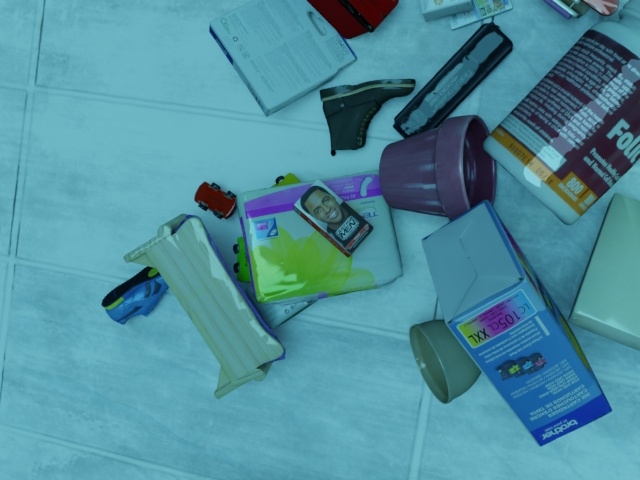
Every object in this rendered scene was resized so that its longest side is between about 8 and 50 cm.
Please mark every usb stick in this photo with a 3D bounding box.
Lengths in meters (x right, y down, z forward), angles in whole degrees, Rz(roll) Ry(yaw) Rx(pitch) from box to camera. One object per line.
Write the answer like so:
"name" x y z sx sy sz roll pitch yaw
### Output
"usb stick" 0.258 -0.305 1.558 0.077 0.045 0.278 44 102 2

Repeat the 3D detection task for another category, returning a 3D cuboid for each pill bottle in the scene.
"pill bottle" 0.499 -0.238 1.404 0.224 0.224 0.392 45 103 9

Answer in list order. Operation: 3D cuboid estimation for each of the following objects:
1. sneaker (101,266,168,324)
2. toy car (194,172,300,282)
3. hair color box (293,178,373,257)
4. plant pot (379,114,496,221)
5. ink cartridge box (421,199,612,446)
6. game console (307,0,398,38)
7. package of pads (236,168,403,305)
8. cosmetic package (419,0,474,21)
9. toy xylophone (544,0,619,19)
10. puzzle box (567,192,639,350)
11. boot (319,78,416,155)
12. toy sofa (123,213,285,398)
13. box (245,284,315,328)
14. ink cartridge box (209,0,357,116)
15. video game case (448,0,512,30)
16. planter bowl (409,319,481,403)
"sneaker" -0.375 0.111 1.748 0.209 0.069 0.082 -33 120 5
"toy car" -0.146 -0.020 1.656 0.239 0.053 0.225 -5 75 16
"hair color box" 0.024 -0.041 1.494 0.141 0.043 0.072 41 80 4
"plant pot" 0.219 -0.128 1.513 0.180 0.201 0.201 -3 92 31
"ink cartridge box" 0.351 0.163 1.393 0.151 0.270 0.395 -30 118 14
"game console" 0.057 -0.476 1.550 0.144 0.085 0.124 39 99 -29
"package of pads" 0.000 0.000 1.558 0.296 0.101 0.229 -11 82 -5
"cosmetic package" 0.224 -0.556 1.538 0.098 0.060 0.239 -12 86 17
"toy xylophone" 0.499 -0.569 1.460 0.236 0.081 0.323 34 100 11
"puzzle box" 0.670 0.102 1.391 0.408 0.052 0.272 23 63 13
"boot" 0.101 -0.248 1.595 0.197 0.077 0.137 -5 96 28
"toy sofa" -0.216 0.118 1.620 0.177 0.150 0.363 -32 96 11
"box" -0.079 0.112 1.647 0.101 0.087 0.102 -35 85 13
"ink cartridge box" -0.076 -0.397 1.623 0.224 0.045 0.223 -31 84 -14
"video game case" 0.303 -0.472 1.554 0.122 0.011 0.087 -17 88 15
"planter bowl" 0.256 0.220 1.539 0.109 0.162 0.162 -21 87 -11
